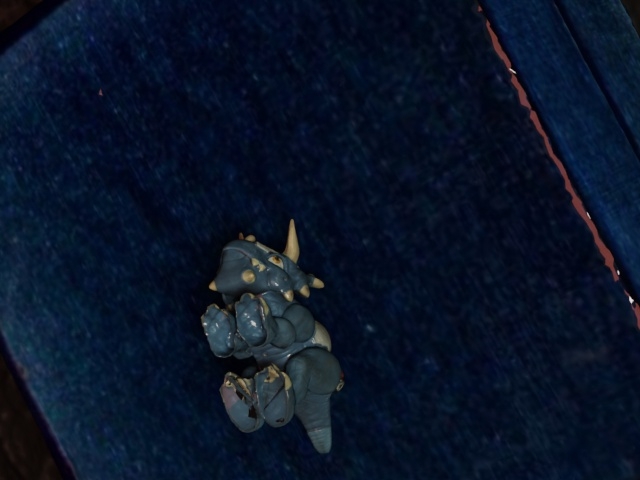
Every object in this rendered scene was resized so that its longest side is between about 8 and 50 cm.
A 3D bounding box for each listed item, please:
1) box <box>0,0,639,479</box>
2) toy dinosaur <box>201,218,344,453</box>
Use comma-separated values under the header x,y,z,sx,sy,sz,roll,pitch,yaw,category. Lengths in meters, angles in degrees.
x,y,z,sx,sy,sz,roll,pitch,yaw,category
0.000,0.000,0.708,0.279,0.116,0.261,-30,86,35,box
-0.013,0.036,0.631,0.031,0.047,0.083,-16,90,38,toy dinosaur
